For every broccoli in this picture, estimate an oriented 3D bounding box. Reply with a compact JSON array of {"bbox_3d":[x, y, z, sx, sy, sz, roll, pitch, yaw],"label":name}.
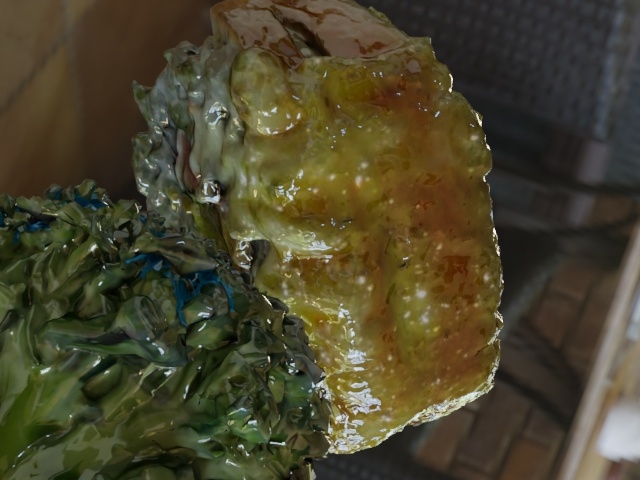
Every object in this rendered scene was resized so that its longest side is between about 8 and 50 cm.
[{"bbox_3d":[-0.076,0.064,0.548,0.160,0.167,0.154,-35,-169,-35],"label":"broccoli"}]

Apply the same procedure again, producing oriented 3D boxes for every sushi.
[{"bbox_3d":[0.000,0.000,0.979,0.139,0.184,0.274,-18,112,-25],"label":"sushi"}]
